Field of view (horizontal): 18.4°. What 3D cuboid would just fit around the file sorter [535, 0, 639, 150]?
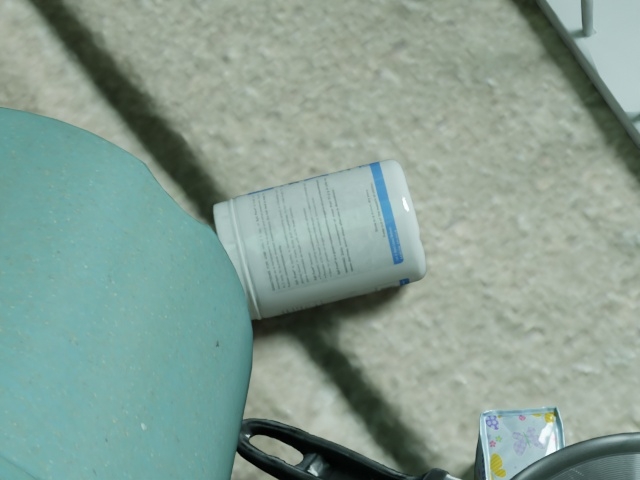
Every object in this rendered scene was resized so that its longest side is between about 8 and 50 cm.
[{"bbox_3d":[0.251,-0.137,1.062,0.193,0.173,0.278,-29,66,-5],"label":"file sorter"}]

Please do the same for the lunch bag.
[{"bbox_3d":[0.106,0.136,1.012,0.053,0.071,0.083,-2,63,3],"label":"lunch bag"}]

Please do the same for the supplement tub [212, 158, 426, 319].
[{"bbox_3d":[0.000,0.000,1.087,0.107,0.071,0.071,-13,65,0],"label":"supplement tub"}]

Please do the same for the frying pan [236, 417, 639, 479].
[{"bbox_3d":[0.109,0.127,0.934,0.197,0.053,0.326,-33,49,-12],"label":"frying pan"}]

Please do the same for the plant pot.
[{"bbox_3d":[-0.184,0.127,0.881,0.341,0.341,0.334,5,36,10],"label":"plant pot"}]
